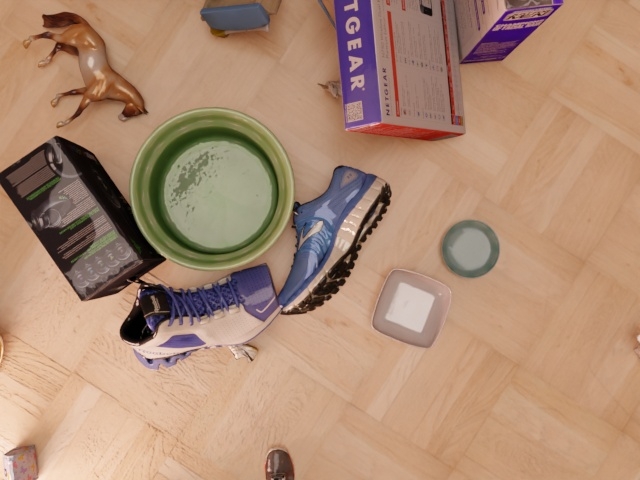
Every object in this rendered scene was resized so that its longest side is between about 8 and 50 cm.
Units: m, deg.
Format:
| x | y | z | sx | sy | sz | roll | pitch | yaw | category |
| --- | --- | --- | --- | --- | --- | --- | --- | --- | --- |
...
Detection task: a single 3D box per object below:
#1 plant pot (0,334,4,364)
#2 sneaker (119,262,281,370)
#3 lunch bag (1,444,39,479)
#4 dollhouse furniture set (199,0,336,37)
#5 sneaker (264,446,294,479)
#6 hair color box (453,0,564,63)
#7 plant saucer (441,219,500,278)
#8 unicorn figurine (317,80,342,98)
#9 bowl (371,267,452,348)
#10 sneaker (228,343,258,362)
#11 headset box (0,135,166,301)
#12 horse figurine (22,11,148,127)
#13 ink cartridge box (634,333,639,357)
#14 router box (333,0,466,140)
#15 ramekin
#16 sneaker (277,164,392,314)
| x | y | z | sx | sy | sz | roll | pitch | yaw | category |
| --- | --- | --- | --- | --- | --- | --- | --- | --- | --- |
| -0.774 | 0.201 | 1.399 | 0.254 | 0.237 | 0.237 | 31 | 88 | 12 | plant pot |
| -0.237 | 0.137 | 1.399 | 0.316 | 0.182 | 0.127 | -25 | 64 | 4 | sneaker |
| -0.583 | 0.439 | 1.456 | 0.053 | 0.083 | 0.071 | -8 | 90 | -3 | lunch bag |
| -0.049 | -0.507 | 1.507 | 0.304 | 0.198 | 0.286 | 3 | 64 | 28 | dollhouse furniture set |
| -0.079 | 0.488 | 1.482 | 0.061 | 0.065 | 0.157 | -3 | 89 | -2 | sneaker |
| 0.326 | -0.458 | 1.380 | 0.110 | 0.339 | 0.185 | -7 | 89 | -2 | hair color box |
| 0.302 | 0.017 | 1.528 | 0.120 | 0.021 | 0.119 | 0 | 89 | -3 | plant saucer |
| 0.080 | -0.294 | 1.514 | 0.162 | 0.060 | 0.111 | -33 | 90 | -19 | unicorn figurine |
| 0.180 | 0.134 | 1.506 | 0.142 | 0.053 | 0.141 | 21 | 88 | -1 | bowl |
| -0.168 | 0.218 | 1.502 | 0.083 | 0.032 | 0.036 | 23 | 88 | -1 | sneaker |
| -0.422 | -0.026 | 1.390 | 0.131 | 0.246 | 0.283 | -35 | 89 | -2 | headset box |
| -0.471 | -0.343 | 1.487 | 0.175 | 0.066 | 0.263 | -21 | 92 | 3 | horse figurine |
| 0.722 | 0.234 | 1.517 | 0.115 | 0.067 | 0.198 | -38 | 92 | -3 | ink cartridge box |
| 0.151 | -0.365 | 1.403 | 0.082 | 0.301 | 0.335 | -6 | 89 | 39 | router box |
| -0.200 | -0.093 | 1.449 | 0.304 | 0.148 | 0.303 | 0 | 89 | -2 | ramekin |
| 0.000 | 0.000 | 1.481 | 0.147 | 0.130 | 0.330 | 34 | 95 | 22 | sneaker |
